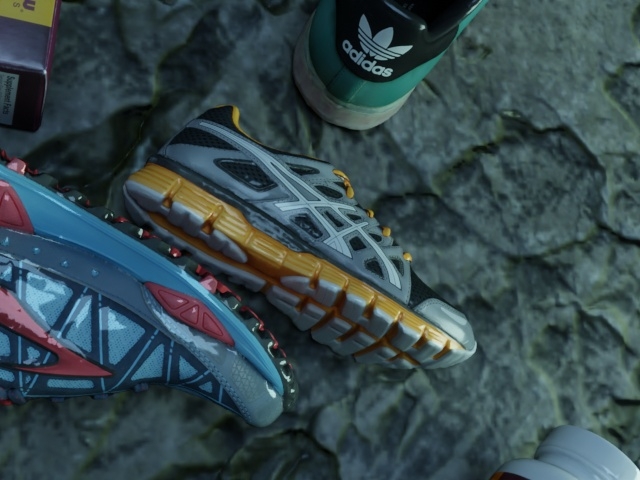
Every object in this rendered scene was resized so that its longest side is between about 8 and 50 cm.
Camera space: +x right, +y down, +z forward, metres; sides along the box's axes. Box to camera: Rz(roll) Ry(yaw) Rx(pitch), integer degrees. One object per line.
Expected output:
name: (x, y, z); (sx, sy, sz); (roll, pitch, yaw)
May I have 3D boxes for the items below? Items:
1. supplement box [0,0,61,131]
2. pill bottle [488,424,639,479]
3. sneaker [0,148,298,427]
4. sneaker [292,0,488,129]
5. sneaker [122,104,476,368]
supplement box: (-0.230, -0.132, 0.494); (0.188, 0.081, 0.104); (9, 73, -18)
pill bottle: (0.111, 0.177, 0.529); (0.086, 0.086, 0.152); (47, 65, -2)
sneaker: (-0.138, 0.038, 0.487); (0.262, 0.104, 0.125); (30, 85, -5)
sneaker: (0.088, -0.210, 0.607); (0.108, 0.121, 0.302); (30, 68, -10)
sneaker: (0.000, 0.000, 0.541); (0.215, 0.084, 0.083); (33, 62, -8)
